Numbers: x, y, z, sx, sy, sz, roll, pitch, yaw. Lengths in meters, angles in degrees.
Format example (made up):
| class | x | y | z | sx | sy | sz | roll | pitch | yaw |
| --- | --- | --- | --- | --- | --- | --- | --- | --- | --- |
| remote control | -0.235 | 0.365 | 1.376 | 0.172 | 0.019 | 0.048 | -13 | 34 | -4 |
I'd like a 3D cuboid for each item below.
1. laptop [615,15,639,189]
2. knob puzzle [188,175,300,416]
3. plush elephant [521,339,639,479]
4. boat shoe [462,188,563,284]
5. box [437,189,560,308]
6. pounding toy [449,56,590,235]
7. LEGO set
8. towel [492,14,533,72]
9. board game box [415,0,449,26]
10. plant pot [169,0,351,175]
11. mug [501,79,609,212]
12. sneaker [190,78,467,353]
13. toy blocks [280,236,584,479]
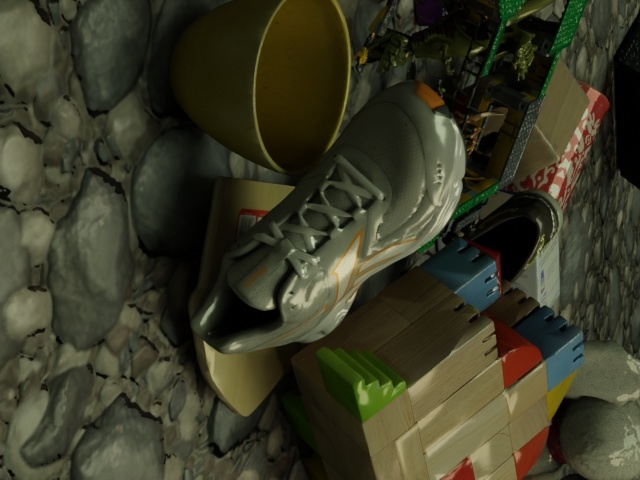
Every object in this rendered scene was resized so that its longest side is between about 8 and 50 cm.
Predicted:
| class | x | y | z | sx | sy | sz | roll | pitch | yaw |
| --- | --- | --- | --- | --- | --- | --- | --- | --- | --- |
| laptop | 0.562 | -0.214 | 1.879 | 0.264 | 0.137 | 0.234 | -53 | 144 | -39 |
| knob puzzle | -0.058 | 0.047 | 0.941 | 0.213 | 0.030 | 0.213 | -32 | 127 | -55 |
| plush elephant | 0.317 | 0.218 | 1.439 | 0.330 | 0.255 | 0.271 | -35 | 126 | -55 |
| boat shoe | 0.155 | 0.036 | 1.189 | 0.228 | 0.081 | 0.069 | -49 | 172 | 28 |
| box | 0.204 | 0.015 | 1.313 | 0.072 | 0.126 | 0.137 | -47 | 138 | -43 |
| pounding toy | 0.161 | -0.098 | 1.205 | 0.094 | 0.181 | 0.206 | 52 | 43 | -14 |
| LEGO set | 0.089 | -0.171 | 1.000 | 0.255 | 0.192 | 0.331 | -36 | 148 | -44 |
| towel | 0.226 | -0.241 | 1.333 | 0.148 | 0.027 | 0.110 | 76 | 32 | -63 |
| board game box | 0.145 | -0.411 | 1.132 | 0.208 | 0.056 | 0.346 | -52 | 142 | -48 |
| plant pot | -0.051 | -0.119 | 0.822 | 0.134 | 0.095 | 0.134 | -30 | 125 | -54 |
| mug | 0.291 | -0.104 | 1.450 | 0.150 | 0.113 | 0.169 | 37 | 71 | -58 |
| sneaker | 0.000 | 0.000 | 0.798 | 0.121 | 0.099 | 0.262 | -22 | 154 | -49 |
| toy blocks | 0.129 | 0.150 | 1.052 | 0.261 | 0.191 | 0.381 | -35 | 137 | -20 |
